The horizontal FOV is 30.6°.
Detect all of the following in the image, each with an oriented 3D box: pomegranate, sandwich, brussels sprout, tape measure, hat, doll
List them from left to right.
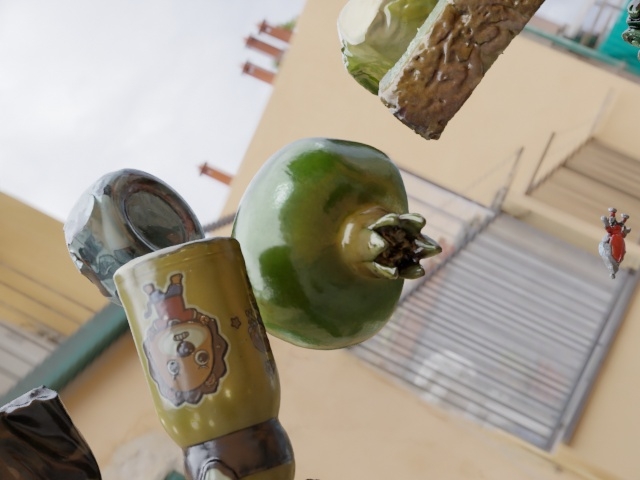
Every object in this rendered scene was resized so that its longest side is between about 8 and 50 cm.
[{"bbox_3d":[-0.450,0.334,1.274,0.366,0.257,0.381,-50,-12,20],"label":"hat"},{"bbox_3d":[-0.335,0.004,2.097,0.147,0.256,0.275,-38,8,28],"label":"tape measure"},{"bbox_3d":[0.000,0.000,1.650,0.358,0.216,0.310,1,82,62],"label":"pomegranate"},{"bbox_3d":[0.164,-0.374,2.132,0.294,0.259,0.227,16,-121,-46],"label":"brussels sprout"},{"bbox_3d":[0.179,-0.252,1.330,0.288,0.099,0.254,-52,0,16],"label":"sandwich"},{"bbox_3d":[0.461,0.006,1.844,0.057,0.039,0.114,37,-120,-56],"label":"doll"}]

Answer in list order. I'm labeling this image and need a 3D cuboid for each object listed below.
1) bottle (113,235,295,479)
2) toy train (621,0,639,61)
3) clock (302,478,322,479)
[{"bbox_3d":[-0.134,0.181,1.497,0.171,0.351,0.171,-19,-8,-3],"label":"bottle"},{"bbox_3d":[0.466,-0.257,1.518,0.170,0.111,0.071,36,-105,-38],"label":"toy train"},{"bbox_3d":[0.005,0.367,1.098,0.055,0.281,0.280,-29,9,34],"label":"clock"}]
